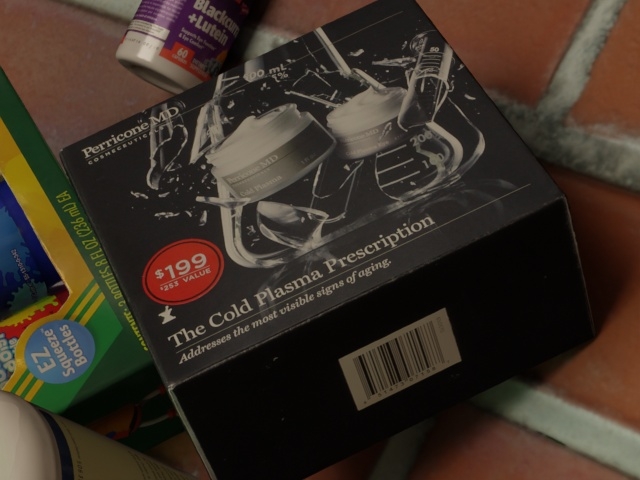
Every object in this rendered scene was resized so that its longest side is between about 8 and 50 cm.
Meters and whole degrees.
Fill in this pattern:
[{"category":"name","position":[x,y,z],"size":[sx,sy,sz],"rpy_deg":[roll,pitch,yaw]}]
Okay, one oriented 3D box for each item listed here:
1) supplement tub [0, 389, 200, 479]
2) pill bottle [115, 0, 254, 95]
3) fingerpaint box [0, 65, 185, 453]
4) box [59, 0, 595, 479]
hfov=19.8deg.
[{"category":"supplement tub","position":[-0.212,0.281,1.558],"size":[0.235,0.325,0.235],"rpy_deg":[-22,53,33]},{"category":"pill bottle","position":[-0.130,-0.255,1.951],"size":[0.108,0.108,0.193],"rpy_deg":[19,81,47]},{"category":"fingerpaint box","position":[-0.391,0.063,1.781],"size":[0.371,0.163,0.444],"rpy_deg":[-27,59,-11]},{"category":"box","position":[0.000,0.000,1.540],"size":[0.343,0.179,0.312],"rpy_deg":[-26,45,-6]}]
